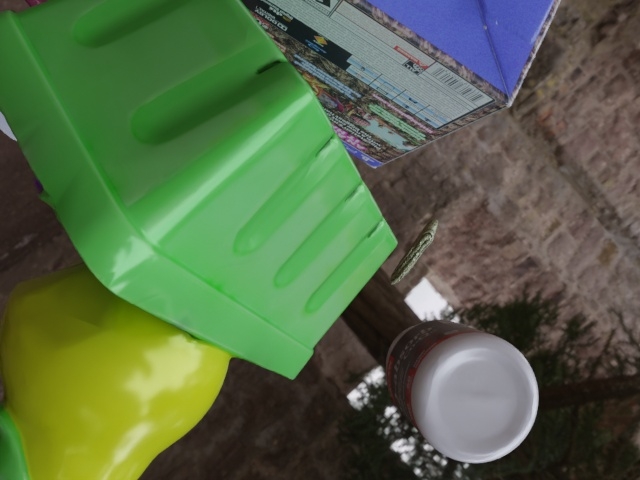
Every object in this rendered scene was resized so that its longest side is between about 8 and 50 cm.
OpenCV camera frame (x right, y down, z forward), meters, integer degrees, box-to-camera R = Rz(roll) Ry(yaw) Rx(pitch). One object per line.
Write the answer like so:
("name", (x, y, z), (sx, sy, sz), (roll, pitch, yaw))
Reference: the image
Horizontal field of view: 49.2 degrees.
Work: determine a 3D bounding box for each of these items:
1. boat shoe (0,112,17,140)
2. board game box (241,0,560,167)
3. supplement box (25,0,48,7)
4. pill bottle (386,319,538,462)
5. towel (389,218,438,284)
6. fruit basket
("boat shoe", (-0.504, -0.200, 1.292), (0.076, 0.228, 0.080), (18, -98, 61))
("board game box", (0.035, -0.204, 0.634), (0.141, 0.232, 0.291), (-63, -167, -11))
("supplement box", (-0.404, -0.388, 0.988), (0.080, 0.104, 0.188), (-37, -154, -6))
("pill bottle", (0.234, 0.256, 1.279), (0.210, 0.210, 0.363), (-42, -178, -5))
("towel", (0.199, 0.025, 1.477), (0.148, 0.027, 0.110), (-57, 176, 24))
("fruit basket", (-0.139, 0.018, 0.573), (0.391, 0.283, 0.392), (-28, 153, -15))
